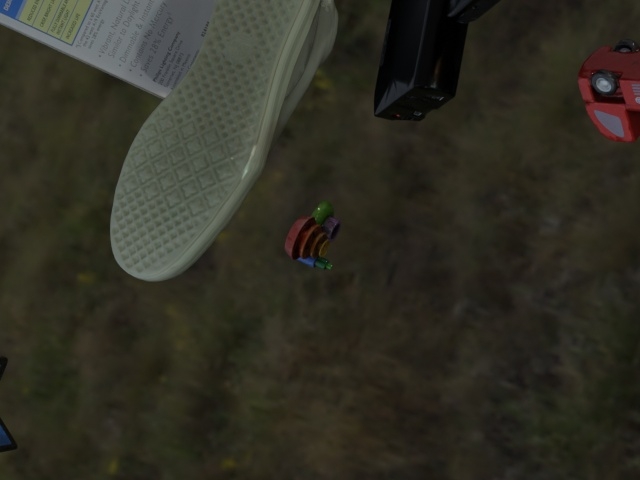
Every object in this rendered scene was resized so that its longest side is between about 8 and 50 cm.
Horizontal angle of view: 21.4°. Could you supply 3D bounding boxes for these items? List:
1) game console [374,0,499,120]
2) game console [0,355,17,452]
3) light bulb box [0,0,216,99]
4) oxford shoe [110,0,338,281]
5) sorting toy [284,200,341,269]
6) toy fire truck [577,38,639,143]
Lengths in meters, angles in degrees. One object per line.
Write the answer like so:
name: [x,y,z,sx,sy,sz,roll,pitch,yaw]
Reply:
game console: [0.123,-0.229,1.317,0.361,0.044,0.213,149,133,-71]
game console: [-0.420,0.211,2.188,0.122,0.071,0.107,20,-87,-80]
light bulb box: [-0.258,-0.423,2.313,0.358,0.361,0.225,-63,12,13]
oxford shoe: [-0.100,-0.149,1.991,0.449,0.169,0.130,-65,-25,-8]
sorting toy: [0.000,0.000,1.748,0.102,0.042,0.061,-33,-36,-60]
toy fire truck: [0.285,-0.073,1.202,0.192,0.135,0.047,6,43,38]
